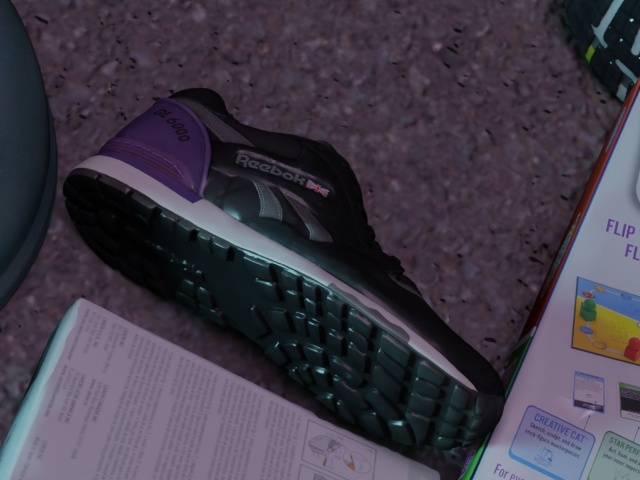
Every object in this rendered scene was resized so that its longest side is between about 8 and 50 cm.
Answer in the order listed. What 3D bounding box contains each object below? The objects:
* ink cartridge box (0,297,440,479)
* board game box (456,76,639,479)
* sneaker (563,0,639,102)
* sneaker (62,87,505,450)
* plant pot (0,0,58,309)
[{"bbox_3d":[-0.055,0.144,0.984,0.232,0.066,0.189,30,28,-10],"label":"ink cartridge box"},{"bbox_3d":[0.236,0.086,1.097,0.242,0.064,0.317,26,64,3],"label":"board game box"},{"bbox_3d":[0.294,-0.119,1.192,0.300,0.111,0.121,30,48,3],"label":"sneaker"},{"bbox_3d":[0.000,0.000,1.060,0.283,0.107,0.124,33,58,16],"label":"sneaker"},{"bbox_3d":[-0.287,-0.085,1.012,0.293,0.196,0.293,3,66,-8],"label":"plant pot"}]
